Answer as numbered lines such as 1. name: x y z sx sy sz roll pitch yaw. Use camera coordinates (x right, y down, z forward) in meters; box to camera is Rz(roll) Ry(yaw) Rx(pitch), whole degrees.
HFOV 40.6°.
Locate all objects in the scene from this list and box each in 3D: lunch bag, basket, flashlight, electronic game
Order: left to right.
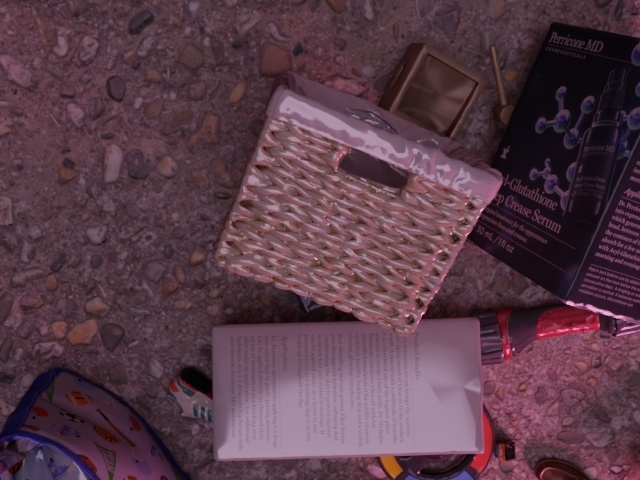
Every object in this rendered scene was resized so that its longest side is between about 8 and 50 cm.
1. lunch bag: -0.402 0.428 1.491 0.239 0.328 0.385 -31 102 2
2. basket: 0.042 -0.065 1.275 0.328 0.331 0.266 22 102 -6
3. electronic game: 0.215 0.376 1.627 0.229 0.048 0.229 0 102 1
4. flashlight: 0.424 0.153 1.549 0.304 0.103 0.103 -10 69 6

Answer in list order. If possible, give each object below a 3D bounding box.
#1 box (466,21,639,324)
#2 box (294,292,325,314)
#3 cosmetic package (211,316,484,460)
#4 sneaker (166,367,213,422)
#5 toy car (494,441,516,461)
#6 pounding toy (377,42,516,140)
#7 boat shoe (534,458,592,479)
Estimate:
1. box: 0.449 -0.111 1.372 0.212 0.293 0.395 16 102 -27
2. box: 0.000 0.000 1.509 0.153 0.108 0.207 -23 102 3
3. cosmetic package: 0.044 0.255 1.509 0.453 0.161 0.230 -1 83 -1
4. sneaker: -0.215 0.309 1.610 0.161 0.057 0.075 41 117 -11
5. toy car: 0.351 0.436 1.643 0.041 0.060 0.122 -5 97 33
6. pounding toy: 0.232 -0.254 1.469 0.206 0.094 0.181 26 96 -16
7. boat shoe: 0.491 0.476 1.649 0.178 0.060 0.064 31 100 -7
